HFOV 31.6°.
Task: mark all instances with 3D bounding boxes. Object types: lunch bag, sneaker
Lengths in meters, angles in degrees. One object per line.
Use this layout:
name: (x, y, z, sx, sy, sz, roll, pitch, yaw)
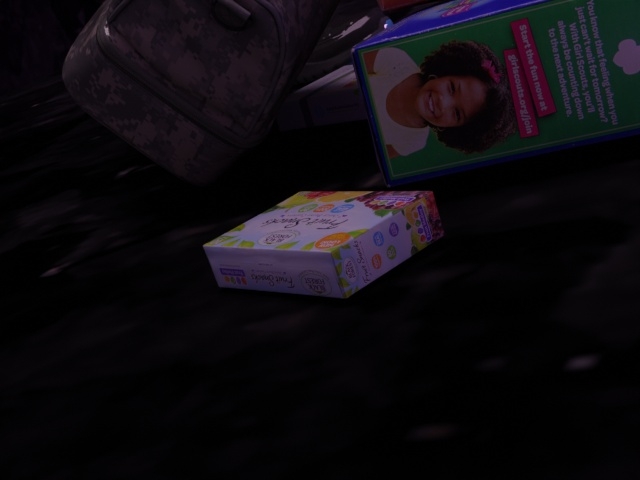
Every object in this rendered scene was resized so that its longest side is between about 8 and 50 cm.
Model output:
lunch bag: (-0.083, -0.249, 1.126, 0.256, 0.212, 0.305, -37, 21, 44)
sneaker: (-0.061, -0.293, 1.622, 0.340, 0.140, 0.125, -8, 16, 26)

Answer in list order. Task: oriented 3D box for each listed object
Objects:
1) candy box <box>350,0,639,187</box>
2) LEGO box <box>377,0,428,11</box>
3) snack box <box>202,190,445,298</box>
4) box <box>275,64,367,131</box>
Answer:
candy box: (0.215, -0.158, 0.910, 0.317, 0.122, 0.268, -13, 14, 21)
LEGO box: (0.249, -0.382, 1.168, 0.372, 0.193, 0.500, -13, 10, 15)
snack box: (0.000, 0.000, 0.781, 0.100, 0.037, 0.141, -32, 21, -36)
box: (0.058, -0.172, 1.280, 0.186, 0.038, 0.145, -1, 24, 43)
